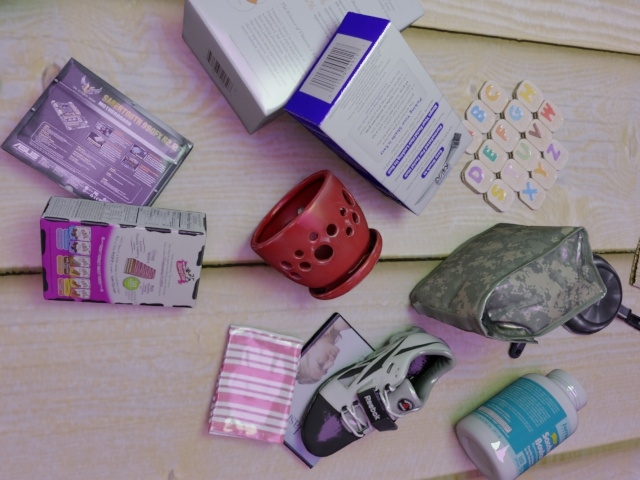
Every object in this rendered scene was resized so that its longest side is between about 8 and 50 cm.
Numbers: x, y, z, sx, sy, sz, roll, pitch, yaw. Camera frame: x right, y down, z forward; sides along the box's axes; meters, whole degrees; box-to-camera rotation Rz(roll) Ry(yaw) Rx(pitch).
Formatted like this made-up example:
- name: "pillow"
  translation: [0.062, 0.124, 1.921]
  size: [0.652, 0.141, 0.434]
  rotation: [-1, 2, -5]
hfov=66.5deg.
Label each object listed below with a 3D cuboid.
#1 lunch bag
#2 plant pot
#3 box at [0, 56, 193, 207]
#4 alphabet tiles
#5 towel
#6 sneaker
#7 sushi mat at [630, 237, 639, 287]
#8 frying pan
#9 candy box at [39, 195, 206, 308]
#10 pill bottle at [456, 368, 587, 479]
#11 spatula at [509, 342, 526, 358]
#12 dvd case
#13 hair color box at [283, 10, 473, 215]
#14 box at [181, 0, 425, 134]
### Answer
- name: "lunch bag"
  translation: [0.346, 0.092, 0.948]
  size: [0.287, 0.235, 0.168]
  rotation: [-27, 102, -16]
- name: "plant pot"
  translation: [0.000, 0.000, 0.861]
  size: [0.191, 0.191, 0.174]
  rotation: [-47, 107, -12]
- name: "box"
  translation: [-0.360, -0.154, 0.809]
  size: [0.231, 0.056, 0.183]
  rotation: [35, 80, -16]
- name: "alphabet tiles"
  translation: [0.431, -0.210, 1.083]
  size: [0.278, 0.021, 0.284]
  rotation: [37, 81, -15]
- name: "towel"
  translation: [-0.116, 0.263, 0.894]
  size: [0.144, 0.029, 0.196]
  rotation: [13, 82, -11]
- name: "sneaker"
  translation: [0.109, 0.285, 0.903]
  size: [0.331, 0.146, 0.122]
  rotation: [-38, 103, -12]
- name: "sushi mat"
  translation: [0.925, 0.081, 1.250]
  size: [0.317, 0.019, 0.151]
  rotation: [17, 87, -18]
- name: "frying pan"
  translation: [0.676, 0.174, 1.160]
  size: [0.197, 0.053, 0.326]
  rotation: [-44, 100, -12]
- name: "candy box"
  translation: [-0.311, 0.024, 0.785]
  size: [0.234, 0.071, 0.159]
  rotation: [7, 123, -18]
- name: "pill bottle"
  translation: [0.431, 0.379, 1.029]
  size: [0.264, 0.146, 0.146]
  rotation: [-29, 100, -15]
- name: "spatula"
  translation: [0.486, 0.127, 1.102]
  size: [0.084, 0.030, 0.296]
  rotation: [23, 85, -16]
- name: "dvd case"
  translation: [0.006, 0.291, 0.955]
  size: [0.253, 0.022, 0.180]
  rotation: [-46, 104, -12]
- name: "hair color box"
  translation: [0.116, -0.199, 0.840]
  size: [0.339, 0.110, 0.185]
  rotation: [32, 94, -46]
- name: "box"
  translation: [-0.033, -0.378, 0.852]
  size: [0.345, 0.168, 0.215]
  rotation: [-36, 101, -13]
